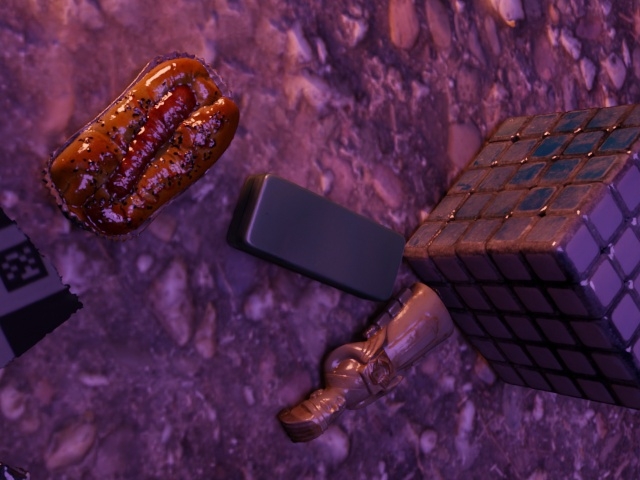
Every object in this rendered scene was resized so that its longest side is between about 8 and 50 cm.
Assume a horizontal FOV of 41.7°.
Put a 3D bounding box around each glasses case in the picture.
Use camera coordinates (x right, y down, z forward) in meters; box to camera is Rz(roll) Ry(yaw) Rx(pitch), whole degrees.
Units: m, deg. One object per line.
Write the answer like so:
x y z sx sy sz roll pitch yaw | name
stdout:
0.000 0.000 0.848 0.184 0.039 0.077 24 78 -31 | glasses case

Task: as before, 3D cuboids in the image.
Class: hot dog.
-0.151 -0.082 0.741 0.191 0.059 0.108 -48 110 -20 | hot dog

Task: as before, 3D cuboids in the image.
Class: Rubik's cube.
0.277 0.014 0.913 0.237 0.237 0.238 -47 114 -22 | Rubik's cube

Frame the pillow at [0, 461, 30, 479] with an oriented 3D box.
-0.365 0.211 0.559 0.335 0.092 0.161 9 105 -30 | pillow

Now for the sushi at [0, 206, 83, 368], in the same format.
-0.393 0.025 0.574 0.339 0.069 0.320 -39 120 -9 | sushi

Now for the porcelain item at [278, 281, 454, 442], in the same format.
0.049 0.132 0.875 0.213 0.054 0.084 -37 108 -26 | porcelain item
